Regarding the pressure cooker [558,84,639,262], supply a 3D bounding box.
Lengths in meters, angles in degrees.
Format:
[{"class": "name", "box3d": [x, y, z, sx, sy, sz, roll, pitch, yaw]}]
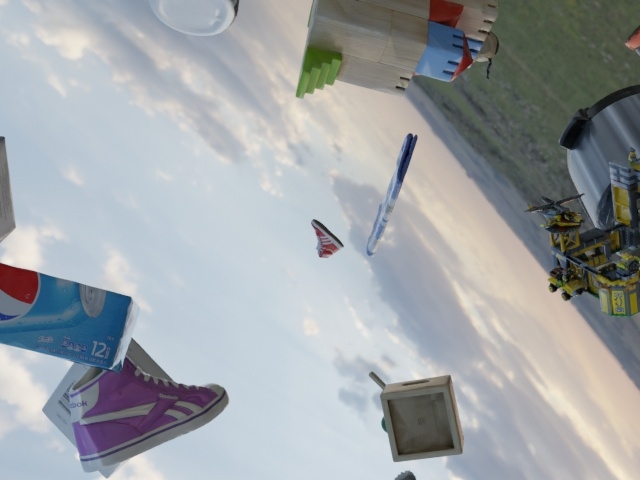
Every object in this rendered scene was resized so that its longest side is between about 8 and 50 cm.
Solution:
[{"class": "pressure cooker", "box3d": [0.849, -0.193, 1.781, 0.370, 0.375, 0.420, 53, -157, -36]}]

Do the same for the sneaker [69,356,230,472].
[{"class": "sneaker", "box3d": [-0.261, 0.234, 1.082, 0.282, 0.102, 0.161, -11, -96, -55]}]

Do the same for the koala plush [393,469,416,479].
[{"class": "koala plush", "box3d": [0.163, 0.656, 1.611, 0.203, 0.221, 0.196, 101, 150, -51]}]

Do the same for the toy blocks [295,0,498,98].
[{"class": "toy blocks", "box3d": [0.125, -0.337, 0.963, 0.260, 0.191, 0.381, 13, -124, -7]}]

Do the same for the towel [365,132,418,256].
[{"class": "towel", "box3d": [0.178, -0.113, 1.760, 0.034, 0.285, 0.209, 19, -133, 2]}]

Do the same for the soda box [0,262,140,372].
[{"class": "soda box", "box3d": [-0.274, 0.059, 0.610, 0.210, 0.067, 0.071, 14, 165, -5]}]

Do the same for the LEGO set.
[{"class": "LEGO set", "box3d": [0.525, -0.040, 1.130, 0.255, 0.331, 0.192, -116, 8, -66]}]

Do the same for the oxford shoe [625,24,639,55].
[{"class": "oxford shoe", "box3d": [0.734, -0.437, 1.384, 0.098, 0.097, 0.271, 41, 172, -2]}]

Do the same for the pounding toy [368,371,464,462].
[{"class": "pounding toy", "box3d": [0.150, 0.277, 1.119, 0.100, 0.141, 0.130, -6, -95, -76]}]

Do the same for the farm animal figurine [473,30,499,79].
[{"class": "farm animal figurine", "box3d": [0.267, -0.541, 1.412, 0.330, 0.172, 0.327, 39, -151, -52]}]

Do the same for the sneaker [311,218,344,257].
[{"class": "sneaker", "box3d": [0.000, 0.000, 1.752, 0.118, 0.067, 0.042, 43, -165, -30]}]

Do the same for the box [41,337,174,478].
[{"class": "box", "box3d": [-0.372, 0.293, 1.246, 0.182, 0.181, 0.119, 44, -150, 5]}]

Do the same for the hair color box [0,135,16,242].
[{"class": "hair color box", "box3d": [-0.620, -0.016, 1.058, 0.113, 0.185, 0.374, 9, -150, 2]}]

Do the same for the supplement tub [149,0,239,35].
[{"class": "supplement tub", "box3d": [-0.263, -0.634, 1.522, 0.193, 0.193, 0.316, 34, -128, -53]}]
